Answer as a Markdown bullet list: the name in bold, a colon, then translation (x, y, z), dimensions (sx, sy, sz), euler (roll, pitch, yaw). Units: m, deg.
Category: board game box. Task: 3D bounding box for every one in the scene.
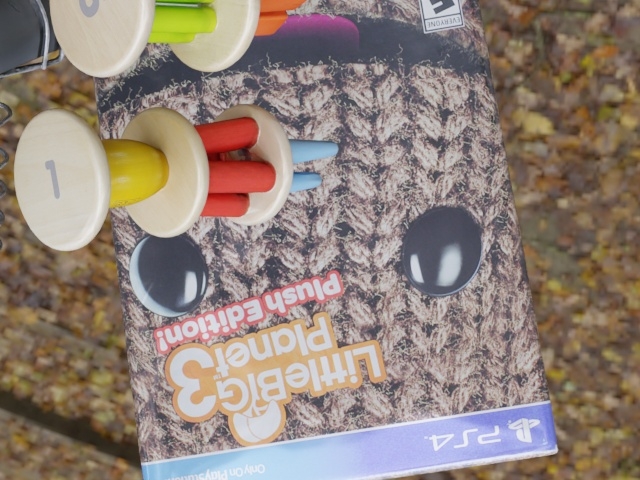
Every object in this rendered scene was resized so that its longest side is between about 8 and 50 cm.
- **board game box**: translation (0.000, 0.000, 0.735), dimensions (0.232, 0.291, 0.141), euler (-10, 172, 4)

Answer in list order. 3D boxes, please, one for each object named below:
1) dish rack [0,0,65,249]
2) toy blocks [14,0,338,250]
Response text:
- **dish rack**: translation (-0.253, -0.062, 0.668), dimensions (0.208, 0.074, 0.271), euler (32, 132, 15)
- **toy blocks**: translation (-0.039, -0.060, 0.478), dimensions (0.054, 0.148, 0.123), euler (33, 116, 32)
